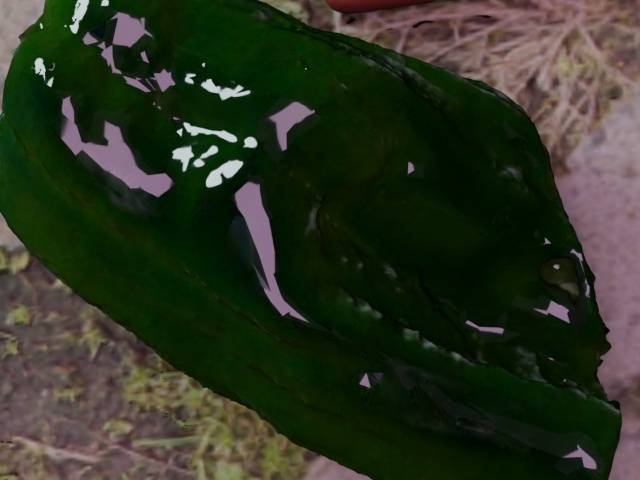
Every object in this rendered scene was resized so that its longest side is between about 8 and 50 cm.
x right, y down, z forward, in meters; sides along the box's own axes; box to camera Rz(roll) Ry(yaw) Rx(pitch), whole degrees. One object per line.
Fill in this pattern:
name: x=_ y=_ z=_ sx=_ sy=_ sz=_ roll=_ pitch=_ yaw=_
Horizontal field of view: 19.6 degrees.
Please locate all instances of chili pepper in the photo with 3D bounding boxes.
chili pepper: x=0.001 y=-0.004 z=0.945 sx=0.385 sy=0.167 sz=0.213 roll=30 pitch=97 yaw=4

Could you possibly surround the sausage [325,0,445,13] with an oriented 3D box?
sausage: x=0.104 y=-0.148 z=0.995 sx=0.223 sy=0.029 sz=0.029 roll=-7 pitch=91 yaw=8
